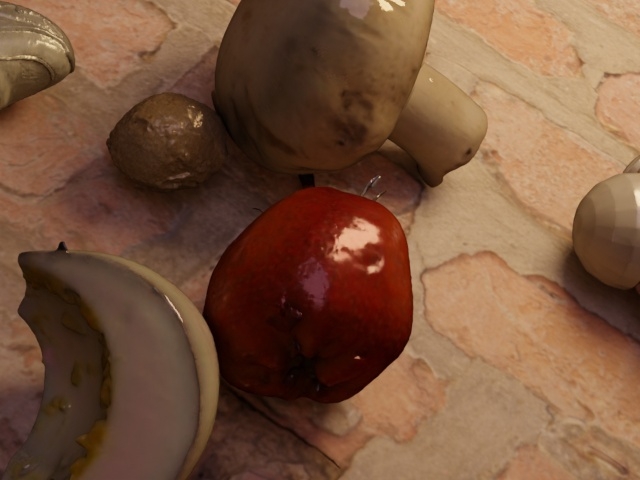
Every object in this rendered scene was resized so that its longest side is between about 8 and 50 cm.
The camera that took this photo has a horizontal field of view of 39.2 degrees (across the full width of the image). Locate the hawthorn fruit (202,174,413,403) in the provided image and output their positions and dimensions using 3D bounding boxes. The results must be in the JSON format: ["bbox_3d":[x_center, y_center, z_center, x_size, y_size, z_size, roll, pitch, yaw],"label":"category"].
[{"bbox_3d":[0.004,0.034,0.943,0.211,0.211,0.299,24,53,0],"label":"hawthorn fruit"}]

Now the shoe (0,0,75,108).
[{"bbox_3d":[-0.429,-0.134,0.976,0.342,0.132,0.211,-13,67,-19],"label":"shoe"}]

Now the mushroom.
[{"bbox_3d":[0.049,-0.202,1.094,0.336,0.314,0.314,31,50,-30],"label":"mushroom"}]

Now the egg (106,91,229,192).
[{"bbox_3d":[-0.177,-0.112,1.038,0.140,0.116,0.118,-5,22,-11],"label":"egg"}]

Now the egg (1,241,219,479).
[{"bbox_3d":[-0.185,0.141,0.838,0.206,0.162,0.271,-3,85,9],"label":"egg"}]

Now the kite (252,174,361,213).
[{"bbox_3d":[0.000,0.000,1.082,0.198,0.006,0.244,-9,62,-21],"label":"kite"}]

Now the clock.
[{"bbox_3d":[0.519,-0.002,1.138,0.326,0.184,0.342,43,52,18],"label":"clock"}]
